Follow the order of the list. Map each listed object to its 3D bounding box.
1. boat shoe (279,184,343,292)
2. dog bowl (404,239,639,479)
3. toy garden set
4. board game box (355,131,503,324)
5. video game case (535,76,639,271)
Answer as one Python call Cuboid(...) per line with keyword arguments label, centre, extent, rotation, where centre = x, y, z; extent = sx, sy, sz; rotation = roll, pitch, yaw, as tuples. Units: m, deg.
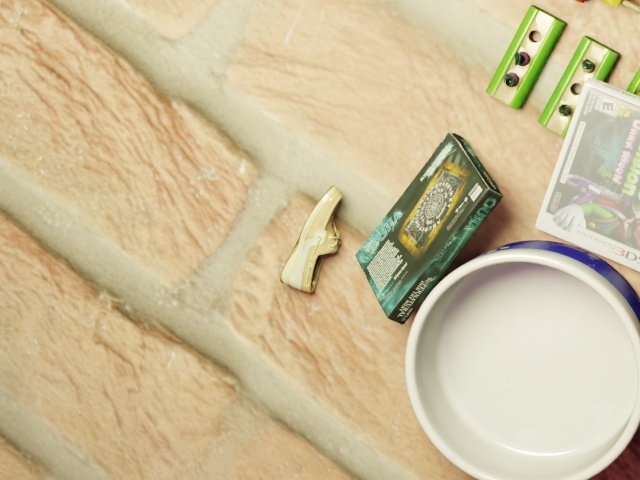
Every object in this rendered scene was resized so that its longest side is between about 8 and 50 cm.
Cuboid(label="boat shoe", centre=(0.000, 0.000, 1.943), extent=(0.045, 0.050, 0.135), rotation=(30, 118, 8))
Cuboid(label="dog bowl", centre=(0.231, 0.134, 1.856), extent=(0.265, 0.104, 0.264), rotation=(3, 101, 18))
Cuboid(label="toy garden set", centre=(0.323, -0.185, 1.796), extent=(0.244, 0.049, 0.203), rotation=(31, 108, 11))
Cuboid(label="board game box", centre=(0.117, -0.015, 1.867), extent=(0.026, 0.126, 0.186), rotation=(25, 113, -31))
Cuboid(label="video game case", centre=(0.334, -0.059, 1.798), extent=(0.173, 0.022, 0.190), rotation=(24, 125, 13))
